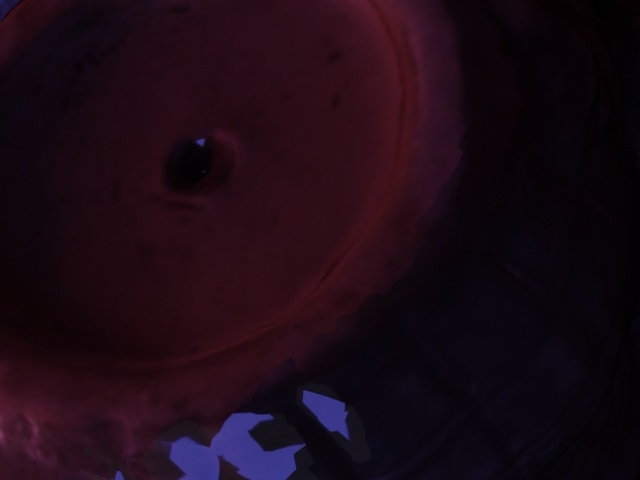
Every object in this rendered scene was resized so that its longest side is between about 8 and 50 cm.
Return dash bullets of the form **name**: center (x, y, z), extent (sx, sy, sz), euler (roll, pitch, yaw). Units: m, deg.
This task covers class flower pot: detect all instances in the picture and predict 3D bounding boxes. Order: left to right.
- **flower pot**: center (0.000, 0.000, 0.517), extent (0.302, 0.302, 0.213), euler (-2, 152, 22)

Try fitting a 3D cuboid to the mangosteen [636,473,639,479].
- **mangosteen**: center (0.060, 0.179, 0.690), extent (0.313, 0.297, 0.297), euler (20, 141, 9)
